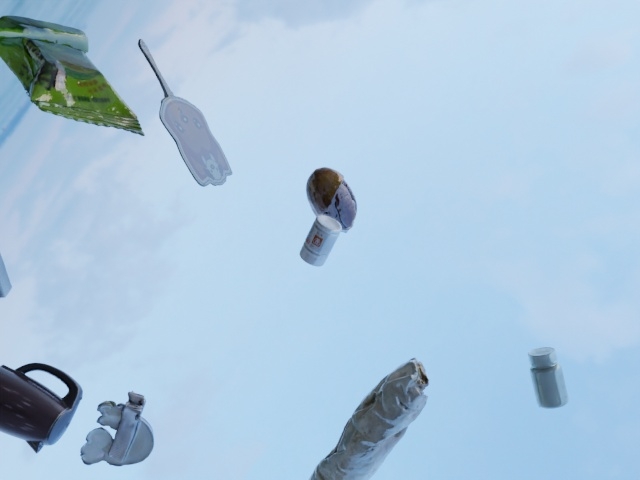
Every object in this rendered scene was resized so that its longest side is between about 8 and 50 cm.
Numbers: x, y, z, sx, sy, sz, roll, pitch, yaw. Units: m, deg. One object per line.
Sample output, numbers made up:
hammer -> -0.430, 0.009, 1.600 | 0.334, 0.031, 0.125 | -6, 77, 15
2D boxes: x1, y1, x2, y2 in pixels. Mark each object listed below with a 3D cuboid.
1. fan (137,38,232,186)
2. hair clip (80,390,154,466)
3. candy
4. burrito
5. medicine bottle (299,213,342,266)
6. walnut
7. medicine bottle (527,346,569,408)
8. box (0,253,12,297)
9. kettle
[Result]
fan -> -0.189, -0.171, 0.842 | 0.009, 0.220, 0.132 | -27, -172, 18
hair clip -> -0.345, 0.339, 1.085 | 0.049, 0.116, 0.172 | -69, -175, -66
candy -> -0.350, -0.218, 0.839 | 0.246, 0.149, 0.069 | 46, -56, 33
burrito -> 0.065, 0.325, 0.976 | 0.076, 0.117, 0.392 | 46, -57, 27
medicine bottle -> 0.000, 0.000, 1.213 | 0.057, 0.057, 0.089 | -103, -146, -57
walnut -> 0.032, -0.096, 1.583 | 0.115, 0.207, 0.116 | -16, -146, 11
medicine bottle -> 0.341, 0.206, 0.937 | 0.047, 0.083, 0.047 | -13, -178, 1
box -> -0.514, 0.004, 0.875 | 0.036, 0.115, 0.178 | -84, 178, -54
kettle -> -0.748, 0.418, 1.611 | 0.144, 0.232, 0.202 | 108, 7, -57
